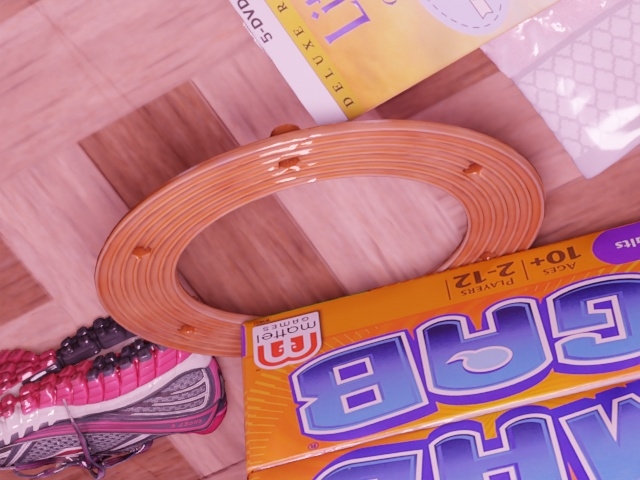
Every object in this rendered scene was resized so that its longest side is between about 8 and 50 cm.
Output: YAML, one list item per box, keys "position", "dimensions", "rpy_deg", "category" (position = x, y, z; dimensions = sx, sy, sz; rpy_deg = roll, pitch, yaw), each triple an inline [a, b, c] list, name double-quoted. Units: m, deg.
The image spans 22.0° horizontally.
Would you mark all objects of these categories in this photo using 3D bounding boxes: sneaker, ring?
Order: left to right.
- position: [-0.223, 0.155, 1.384]
  dimensions: [0.299, 0.121, 0.112]
  rpy_deg: [-19, 120, 18]
  category: "sneaker"
- position: [0.000, 0.000, 1.220]
  dimensions: [0.337, 0.032, 0.336]
  rpy_deg: [-9, 151, -5]
  category: "ring"

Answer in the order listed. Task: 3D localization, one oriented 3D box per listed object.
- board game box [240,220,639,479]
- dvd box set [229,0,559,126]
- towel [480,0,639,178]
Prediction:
- position: [0.163, 0.255, 1.213]
  dimensions: [0.357, 0.356, 0.356]
  rpy_deg: [-15, 124, 5]
  category: "board game box"
- position: [0.093, -0.291, 1.025]
  dimensions: [0.420, 0.062, 0.307]
  rpy_deg: [-28, 109, 21]
  category: "dvd box set"
- position: [0.217, -0.241, 1.093]
  dimensions: [0.332, 0.053, 0.317]
  rpy_deg: [-33, 105, 23]
  category: "towel"
